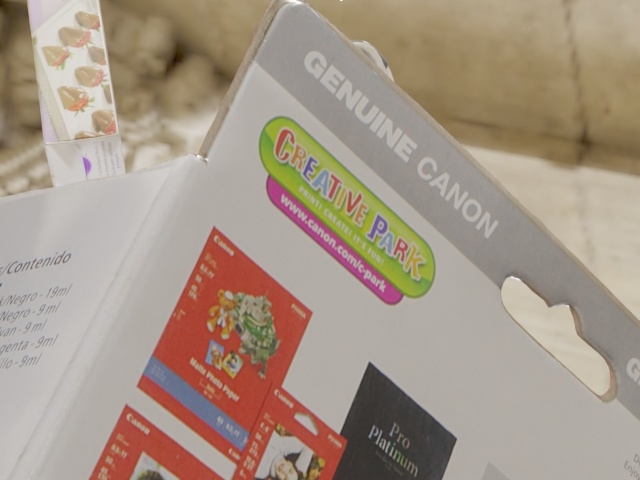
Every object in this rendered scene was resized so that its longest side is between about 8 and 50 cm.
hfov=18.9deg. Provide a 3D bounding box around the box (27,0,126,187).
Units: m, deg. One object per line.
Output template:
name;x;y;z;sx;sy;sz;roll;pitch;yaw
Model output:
box;-0.219;-0.176;1.677;0.067;0.063;0.324;89;171;-49

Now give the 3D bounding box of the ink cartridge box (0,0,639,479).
ink cartridge box;0.000;0.123;0.620;0.309;0.130;0.271;43;-122;-29

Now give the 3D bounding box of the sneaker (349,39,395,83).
sneaker;0.000;0.000;1.138;0.091;0.094;0.258;126;146;-64
